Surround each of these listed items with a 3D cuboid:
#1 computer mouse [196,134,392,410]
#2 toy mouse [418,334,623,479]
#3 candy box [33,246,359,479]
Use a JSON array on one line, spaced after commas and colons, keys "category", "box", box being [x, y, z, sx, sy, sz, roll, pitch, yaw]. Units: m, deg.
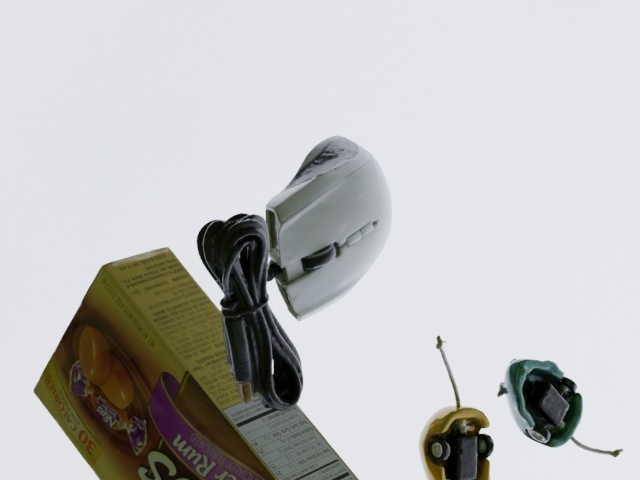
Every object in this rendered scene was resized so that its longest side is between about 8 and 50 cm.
[{"category": "computer mouse", "box": [0.000, 0.000, 0.804, 0.042, 0.106, 0.193, -2, -154, 24]}, {"category": "toy mouse", "box": [0.107, 0.121, 0.870, 0.031, 0.143, 0.161, 4, -82, 50]}, {"category": "candy box", "box": [-0.064, 0.108, 0.840, 0.186, 0.053, 0.109, 50, -51, 20]}]
